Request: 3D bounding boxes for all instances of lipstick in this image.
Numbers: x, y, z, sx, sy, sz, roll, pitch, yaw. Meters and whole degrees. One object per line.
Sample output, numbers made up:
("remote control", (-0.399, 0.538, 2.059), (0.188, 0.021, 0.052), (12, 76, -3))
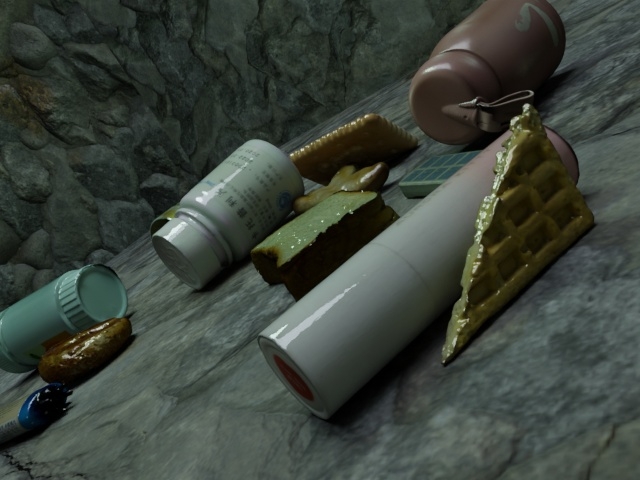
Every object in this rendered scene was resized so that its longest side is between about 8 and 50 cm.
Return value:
("lipstick", (0.096, 0.014, 0.555), (0.326, 0.087, 0.087), (-38, 14, -22))

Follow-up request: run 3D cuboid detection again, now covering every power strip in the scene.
("power strip", (0.180, -0.092, 0.866), (0.080, 0.029, 0.227), (-36, 14, -14))

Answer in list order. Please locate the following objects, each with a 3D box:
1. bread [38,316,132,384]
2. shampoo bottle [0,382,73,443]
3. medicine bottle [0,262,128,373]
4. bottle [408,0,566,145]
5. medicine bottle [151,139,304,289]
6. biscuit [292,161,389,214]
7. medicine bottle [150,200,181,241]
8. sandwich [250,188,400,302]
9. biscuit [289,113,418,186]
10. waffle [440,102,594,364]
("bread", (-0.430, 0.203, 1.166), (0.193, 0.064, 0.193), (-26, 10, 5))
("shampoo bottle", (-0.467, 0.275, 1.002), (0.183, 0.050, 0.087), (-27, 12, 24))
("medicine bottle", (-0.584, 0.175, 1.405), (0.318, 0.158, 0.158), (-26, 14, 27))
("bottle", (0.277, -0.271, 1.014), (0.206, 0.173, 0.297), (21, 46, 31))
("medicine bottle", (-0.179, -0.052, 1.236), (0.293, 0.170, 0.170), (-45, 17, -26))
("biscuit", (0.033, -0.088, 1.157), (0.164, 0.047, 0.208), (-37, 14, -5))
("medicine bottle", (-0.220, -0.067, 1.440), (0.151, 0.151, 0.322), (-19, 19, 45))
("sandwich", (0.000, 0.000, 0.883), (0.186, 0.065, 0.214), (-36, 13, -15))
("biscuit", (0.056, -0.172, 1.262), (0.249, 0.030, 0.160), (-21, -26, 38))
("waffle", (0.129, -0.010, 0.499), (0.191, 0.125, 0.032), (-35, 11, -22))
